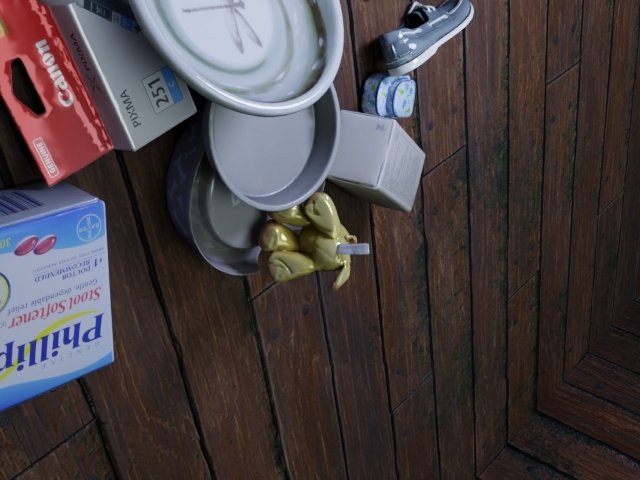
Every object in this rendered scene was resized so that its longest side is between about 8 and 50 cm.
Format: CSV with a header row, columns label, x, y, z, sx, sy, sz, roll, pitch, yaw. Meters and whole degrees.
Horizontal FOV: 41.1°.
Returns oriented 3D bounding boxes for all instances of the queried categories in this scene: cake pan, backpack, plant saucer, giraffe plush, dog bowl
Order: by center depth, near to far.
label,x,y,z,sx,sy,sz,roll,pitch,yaw
plant saucer,-0.143,-0.368,1.322,0.400,0.100,0.401,15,67,-37
cake pan,-0.087,-0.199,1.486,0.293,0.054,0.293,-10,106,-41
dog bowl,-0.140,-0.113,1.604,0.348,0.102,0.349,-25,125,-41
giraffe plush,0.000,0.000,1.634,0.170,0.210,0.182,-8,114,-80
backpack,0.150,-0.317,1.866,0.114,0.084,0.105,-11,114,-45

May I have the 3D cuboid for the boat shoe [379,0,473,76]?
label,x,y,z,sx,sy,sz,roll,pitch,yaw
boat shoe,0.232,-0.474,1.862,0.319,0.116,0.099,-47,114,-35

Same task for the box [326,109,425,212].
label,x,y,z,sx,sy,sz,roll,pitch,yaw
box,0.120,-0.160,1.794,0.311,0.121,0.148,25,80,-70

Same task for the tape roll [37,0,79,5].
label,x,y,z,sx,sy,sz,roll,pitch,yaw
tape roll,-0.308,-0.443,1.083,0.286,0.286,0.100,-60,142,-9

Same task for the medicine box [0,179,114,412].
label,x,y,z,sx,sy,sz,roll,pitch,yaw
medicine box,-0.463,0.082,1.274,0.263,0.149,0.290,-22,123,-43

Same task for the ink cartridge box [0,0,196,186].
label,x,y,z,sx,sy,sz,roll,pitch,yaw
ink cartridge box,-0.346,-0.265,1.260,0.261,0.066,0.296,-39,122,-33
